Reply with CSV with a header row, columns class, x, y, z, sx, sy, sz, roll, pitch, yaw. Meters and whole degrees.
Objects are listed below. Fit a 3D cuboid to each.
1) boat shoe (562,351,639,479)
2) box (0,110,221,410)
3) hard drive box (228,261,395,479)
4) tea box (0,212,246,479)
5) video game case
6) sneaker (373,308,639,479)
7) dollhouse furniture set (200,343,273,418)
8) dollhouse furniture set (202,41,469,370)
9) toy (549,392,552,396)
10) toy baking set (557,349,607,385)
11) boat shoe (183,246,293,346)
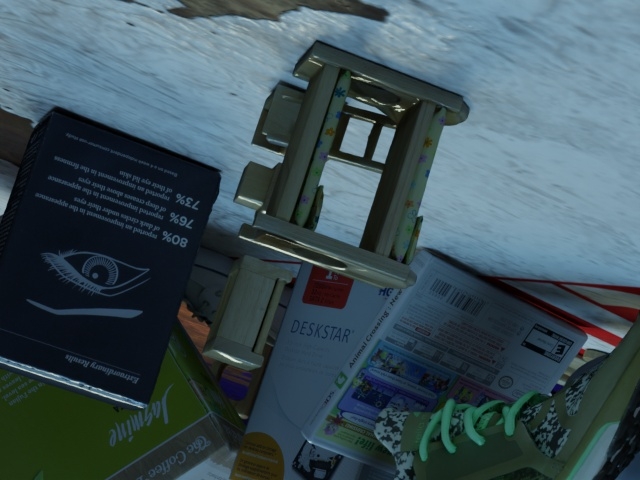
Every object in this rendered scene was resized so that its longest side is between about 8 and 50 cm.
class,x,y,z,sx,sy,sz,roll,pitch,yaw
boat shoe,0.391,0.167,1.411,0.367,0.136,0.156,0,164,34
box,-0.191,0.020,1.374,0.153,0.207,0.108,21,170,-16
hard drive box,0.031,0.146,1.592,0.089,0.232,0.181,27,166,-37
tea box,-0.241,0.153,1.758,0.323,0.220,0.329,58,178,12
video game case,0.112,0.125,1.478,0.212,0.193,0.023,26,-168,-37
sneaker,0.126,0.186,1.377,0.182,0.410,0.158,43,-159,13
dollhouse furniture set,-0.069,0.146,2.015,0.374,0.152,0.201,17,170,10
dollhouse furniture set,0.000,0.000,0.993,0.101,0.182,0.161,20,170,-9
toy,0.132,0.126,1.803,0.237,0.056,0.137,8,155,22
toy baking set,0.349,0.162,1.687,0.256,0.030,0.197,19,170,-6
boat shoe,-0.109,0.061,1.837,0.226,0.076,0.083,23,169,-23
